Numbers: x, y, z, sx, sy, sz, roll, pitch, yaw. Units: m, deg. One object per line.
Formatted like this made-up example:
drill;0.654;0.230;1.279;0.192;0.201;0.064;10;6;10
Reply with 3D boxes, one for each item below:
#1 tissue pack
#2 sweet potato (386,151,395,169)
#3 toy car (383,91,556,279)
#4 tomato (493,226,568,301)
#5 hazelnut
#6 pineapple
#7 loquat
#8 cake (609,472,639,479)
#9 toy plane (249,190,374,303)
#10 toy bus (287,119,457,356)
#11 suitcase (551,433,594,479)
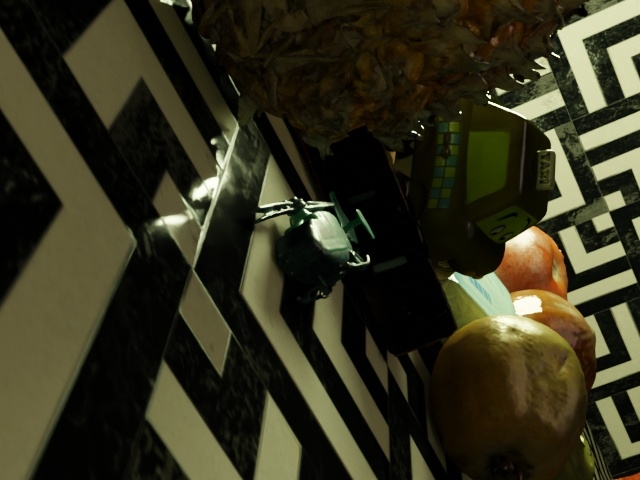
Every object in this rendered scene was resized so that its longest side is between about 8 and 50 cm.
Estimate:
tissue pack;0.200;0.083;1.460;0.177;0.089;0.263;49;14;-13
sweet potato;0.039;-0.180;1.312;0.109;0.109;0.385;-85;154;-63
toy car;0.188;-0.074;1.262;0.204;0.198;0.247;25;68;-55
tomato;0.325;0.073;1.795;0.208;0.185;0.208;37;46;-51
hazelnut;0.333;0.180;1.631;0.214;0.214;0.176;64;-2;-15
pineapple;0.054;-0.242;0.928;0.300;0.352;0.352;-35;105;-39
loquat;0.225;0.197;1.251;0.176;0.187;0.234;94;2;-56
cake;0.504;0.528;1.593;0.269;0.270;0.319;23;47;-71
toy plane;0.000;0.000;0.970;0.096;0.060;0.235;55;17;7
toy bus;0.039;-0.075;1.154;0.092;0.093;0.408;-12;81;-84
suitcase;0.293;0.278;1.443;0.234;0.143;0.194;63;15;-17
